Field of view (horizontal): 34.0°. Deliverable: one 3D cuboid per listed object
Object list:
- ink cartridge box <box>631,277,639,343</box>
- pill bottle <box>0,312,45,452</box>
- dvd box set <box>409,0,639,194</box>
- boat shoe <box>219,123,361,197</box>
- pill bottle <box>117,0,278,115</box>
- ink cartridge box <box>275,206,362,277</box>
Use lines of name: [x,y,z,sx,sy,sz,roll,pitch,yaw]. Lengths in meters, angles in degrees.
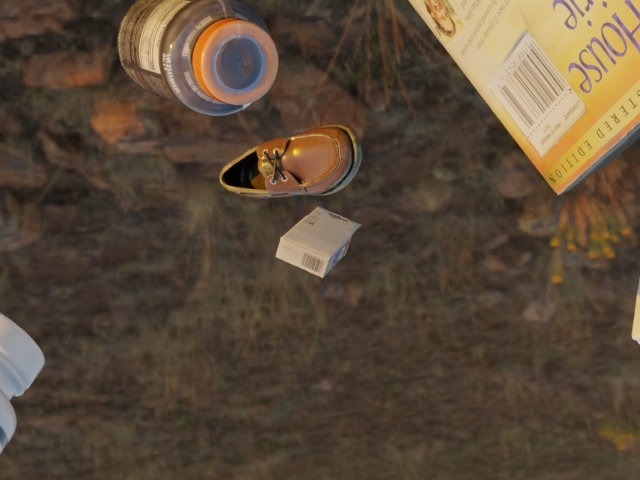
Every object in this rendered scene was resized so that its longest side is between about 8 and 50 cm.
ink cartridge box: [0.592,0.090,1.421,0.198,0.115,0.273,22,156,-18]
pill bottle: [-0.291,0.140,0.764,0.112,0.186,0.112,22,146,15]
dvd box set: [0.090,-0.252,0.632,0.062,0.420,0.307,-33,170,-15]
boat shoe: [-0.055,-0.117,1.731,0.104,0.110,0.307,-9,175,-36]
pill bottle: [-0.134,-0.211,1.175,0.130,0.130,0.246,3,-167,-28]
ink cartridge box: [0.000,0.000,1.227,0.063,0.029,0.115,24,-153,13]
